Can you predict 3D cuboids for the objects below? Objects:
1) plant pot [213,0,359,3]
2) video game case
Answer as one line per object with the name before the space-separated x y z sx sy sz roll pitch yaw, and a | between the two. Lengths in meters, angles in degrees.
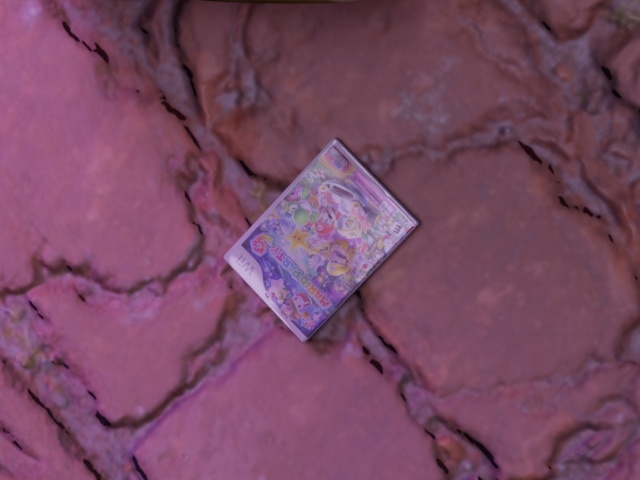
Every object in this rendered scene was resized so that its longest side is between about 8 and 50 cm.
plant pot | -0.121 -0.274 1.097 0.293 0.275 0.275 -4 92 32
video game case | 0.000 0.000 1.184 0.087 0.011 0.122 46 105 10
